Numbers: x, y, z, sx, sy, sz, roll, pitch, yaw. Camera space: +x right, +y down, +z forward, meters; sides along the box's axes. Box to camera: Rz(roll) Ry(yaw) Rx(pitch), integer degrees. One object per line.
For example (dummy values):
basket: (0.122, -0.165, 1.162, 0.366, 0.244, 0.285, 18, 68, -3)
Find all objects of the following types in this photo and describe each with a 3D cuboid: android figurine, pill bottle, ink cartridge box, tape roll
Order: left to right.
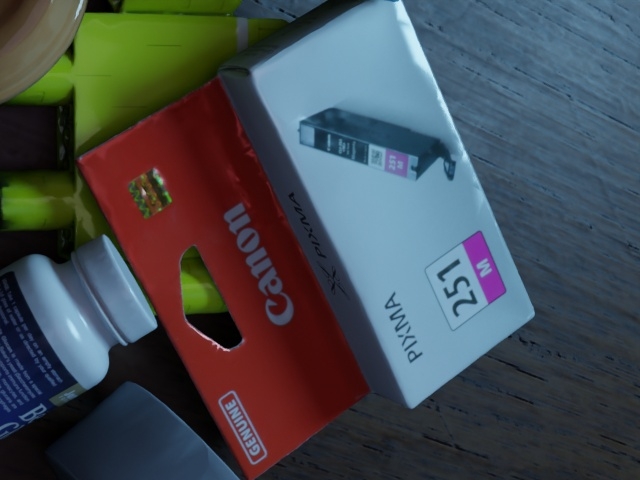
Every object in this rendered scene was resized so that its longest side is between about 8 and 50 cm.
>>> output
pill bottle: (-0.193, 0.067, 0.886, 0.169, 0.094, 0.094, -30, 109, -3)
android figurine: (-0.093, -0.071, 0.971, 0.272, 0.056, 0.248, -1, 96, -26)
tape roll: (-0.083, 0.198, 0.912, 0.072, 0.219, 0.219, -41, 112, -18)
ink cartridge box: (0.000, 0.000, 0.963, 0.239, 0.060, 0.275, -35, 113, -22)

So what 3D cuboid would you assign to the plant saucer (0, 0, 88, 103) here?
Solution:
plant saucer: (-0.240, -0.176, 0.863, 0.199, 0.037, 0.200, 1, 87, -16)
